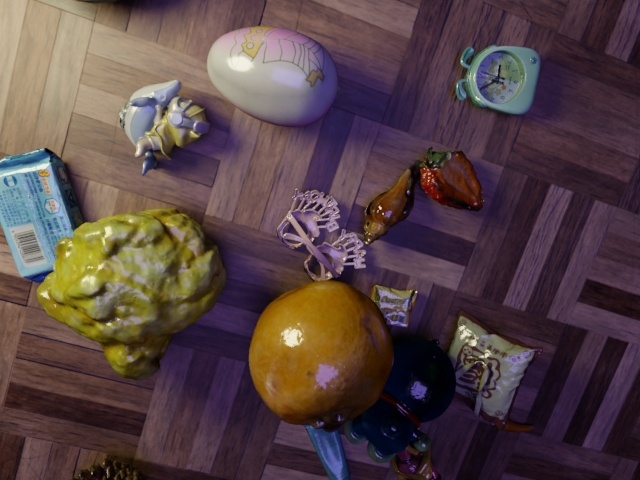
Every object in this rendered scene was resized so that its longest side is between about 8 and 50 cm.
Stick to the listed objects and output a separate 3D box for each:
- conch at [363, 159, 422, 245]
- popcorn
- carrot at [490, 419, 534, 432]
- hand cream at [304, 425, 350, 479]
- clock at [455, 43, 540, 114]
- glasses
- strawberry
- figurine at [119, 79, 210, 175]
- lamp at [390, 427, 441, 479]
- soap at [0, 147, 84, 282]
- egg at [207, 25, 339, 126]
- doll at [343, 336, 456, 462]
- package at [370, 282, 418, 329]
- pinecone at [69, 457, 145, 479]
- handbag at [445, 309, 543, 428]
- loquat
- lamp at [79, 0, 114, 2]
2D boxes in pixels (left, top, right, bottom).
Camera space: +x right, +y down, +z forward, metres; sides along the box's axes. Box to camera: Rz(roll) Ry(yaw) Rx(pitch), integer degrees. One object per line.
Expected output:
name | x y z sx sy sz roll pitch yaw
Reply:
conch | 0.177 -0.085 1.088 0.232 0.080 0.086 -40 110 1
popcorn | -0.369 0.092 0.960 0.334 0.293 0.292 -43 72 1
carrot | 0.530 0.513 1.270 0.142 0.035 0.035 15 99 -16
hand cream | 0.028 0.571 1.224 0.083 0.048 0.224 -19 96 -3
clock | 0.407 -0.377 1.066 0.188 0.060 0.148 9 101 -7
glasses | 0.004 -0.005 1.080 0.162 0.095 0.255 -38 105 -3
strawberry | 0.303 -0.141 1.088 0.192 0.085 0.140 6 81 -32
figurine | -0.336 -0.242 0.983 0.183 0.128 0.208 16 107 -12
lamp | 0.235 0.555 1.208 0.118 0.118 0.253 -25 96 -1
soap | -0.614 -0.046 1.010 0.156 0.077 0.293 -12 103 -5
egg | -0.096 -0.344 0.951 0.271 0.196 0.196 27 97 -9
doll | 0.206 0.364 1.092 0.198 0.186 0.322 34 62 1
package | 0.179 0.168 1.163 0.120 0.031 0.108 8 99 -2
pinecone | -0.532 0.625 1.105 0.204 0.179 0.184 -1 86 5
handbag | 0.412 0.323 1.165 0.213 0.127 0.235 25 105 28
loquat | 0.002 0.248 1.011 0.328 0.328 0.328 -1 101 -6
lamp | -0.444 -0.575 0.856 0.265 0.233 0.233 -14 103 12
